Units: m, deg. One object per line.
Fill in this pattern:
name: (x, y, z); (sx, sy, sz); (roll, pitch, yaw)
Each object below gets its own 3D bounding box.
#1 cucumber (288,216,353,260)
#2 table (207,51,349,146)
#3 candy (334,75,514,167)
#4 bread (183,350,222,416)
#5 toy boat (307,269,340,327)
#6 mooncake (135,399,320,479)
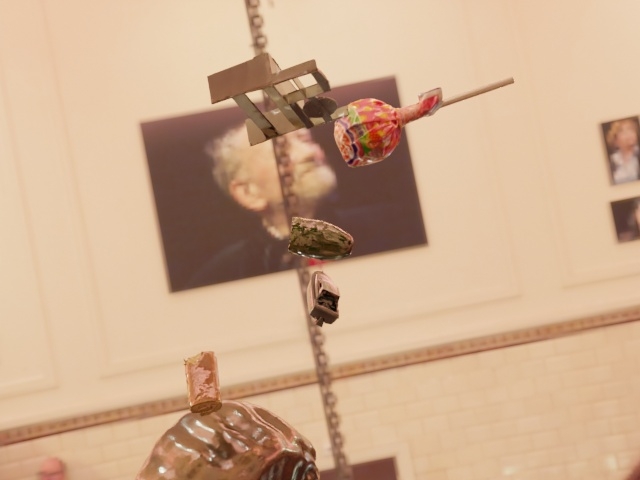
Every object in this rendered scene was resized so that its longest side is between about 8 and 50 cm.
cucumber: (0.000, 0.000, 1.797); (0.107, 0.067, 0.035); (9, 0, 9)
table: (-0.062, -0.223, 1.652); (0.175, 0.062, 0.146); (-18, -27, 14)
candy: (0.199, -0.243, 2.015); (0.365, 0.124, 0.124); (-19, 0, -10)
bread: (-0.153, 0.187, 1.411); (0.047, 0.083, 0.036); (-23, -40, 14)
toy boat: (0.005, 0.095, 1.963); (0.055, 0.060, 0.141); (26, 26, -17)
mooncake: (-0.125, 0.374, 1.509); (0.161, 0.290, 0.290); (22, 19, 36)
